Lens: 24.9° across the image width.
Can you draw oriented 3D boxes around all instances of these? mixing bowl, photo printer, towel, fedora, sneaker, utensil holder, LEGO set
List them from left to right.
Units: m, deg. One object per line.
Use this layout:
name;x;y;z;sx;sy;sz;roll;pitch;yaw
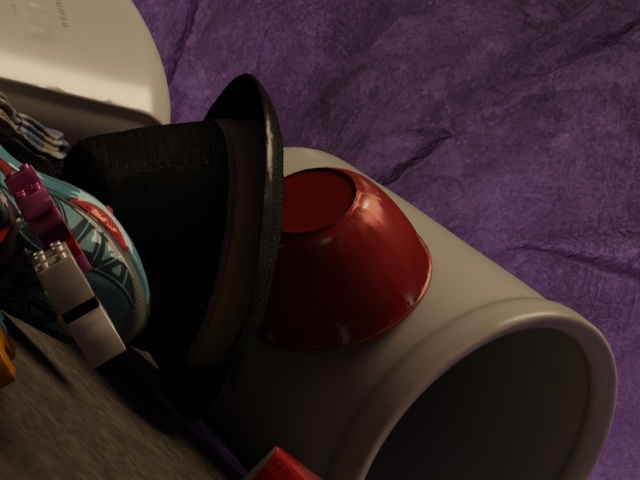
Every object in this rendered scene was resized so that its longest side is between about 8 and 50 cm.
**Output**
towel;-0.329;-0.126;1.171;0.209;0.034;0.285;20;-4;7
sneaker;-0.220;-0.005;0.924;0.262;0.104;0.125;42;15;-17
LEGO set;-0.175;0.012;0.772;0.093;0.087;0.227;62;-8;-17
photo printer;-0.301;-0.197;1.487;0.307;0.107;0.256;12;42;-36
fedora;-0.148;-0.002;1.244;0.152;0.334;0.334;8;10;-18
mixing bowl;0.000;0.000;1.265;0.181;0.181;0.098;42;-24;47
utensil holder;0.040;0.120;1.433;0.385;0.327;0.327;39;-6;42

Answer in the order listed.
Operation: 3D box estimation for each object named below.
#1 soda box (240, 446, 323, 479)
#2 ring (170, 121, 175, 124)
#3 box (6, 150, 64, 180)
soda box;0.013;0.217;0.912;0.092;0.083;0.263;43;-3;28
ring;-0.274;-0.119;1.547;0.336;0.032;0.336;25;35;-19
box;-0.340;-0.096;1.694;0.153;0.108;0.207;43;-3;34
